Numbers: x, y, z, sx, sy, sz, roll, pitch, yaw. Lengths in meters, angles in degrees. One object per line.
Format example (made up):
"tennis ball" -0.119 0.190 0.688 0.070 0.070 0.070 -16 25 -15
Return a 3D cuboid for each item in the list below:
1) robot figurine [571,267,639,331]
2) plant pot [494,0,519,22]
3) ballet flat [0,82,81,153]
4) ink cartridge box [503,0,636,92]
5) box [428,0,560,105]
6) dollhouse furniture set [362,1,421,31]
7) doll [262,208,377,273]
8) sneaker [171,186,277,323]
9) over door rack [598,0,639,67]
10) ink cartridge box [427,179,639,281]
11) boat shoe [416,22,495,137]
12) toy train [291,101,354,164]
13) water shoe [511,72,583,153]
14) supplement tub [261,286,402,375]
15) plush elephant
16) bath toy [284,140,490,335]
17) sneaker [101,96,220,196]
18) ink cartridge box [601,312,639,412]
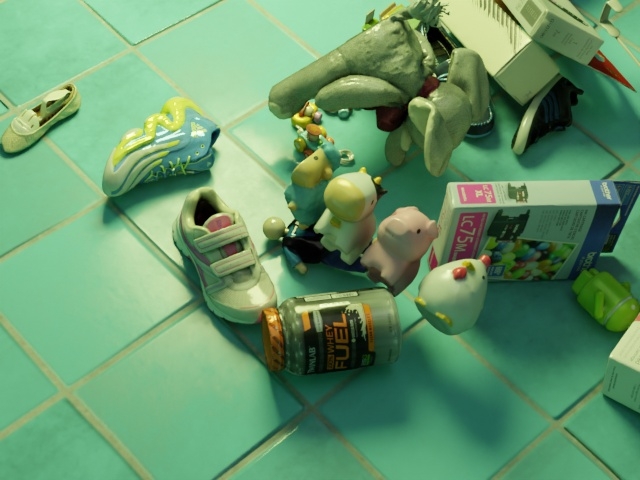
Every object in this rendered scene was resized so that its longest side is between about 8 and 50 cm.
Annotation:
"robot figurine" 0.446 0.095 1.744 0.101 0.067 0.115 -7 47 -49
"plant pot" 0.357 -0.592 2.168 0.291 0.203 0.290 3 52 -4
"ballet flat" -0.473 -0.211 1.884 0.057 0.052 0.168 34 57 18
"ink cartridge box" 0.439 -0.387 1.997 0.239 0.060 0.275 21 27 -22
"box" 0.301 -0.366 2.000 0.094 0.113 0.275 -44 46 13
"dollhouse furniture set" 0.130 -0.406 2.092 0.076 0.058 0.152 35 57 19
"doll" 0.000 0.000 1.780 0.189 0.046 0.129 14 57 7
"sneaker" -0.150 0.019 1.709 0.103 0.111 0.252 -27 60 -23
"over door rack" 0.669 -0.313 2.033 0.240 0.108 0.324 -25 80 -22
"ink cartridge box" 0.335 -0.013 1.738 0.311 0.185 0.065 -3 51 -9
"boat shoe" 0.225 -0.293 1.998 0.109 0.089 0.258 -22 58 -21
"toy train" 0.010 -0.209 1.939 0.125 0.046 0.166 1 53 -5
"water shoe" 0.403 -0.219 1.973 0.080 0.073 0.203 28 57 8
"supplement tub" 0.014 0.134 1.637 0.190 0.117 0.117 -7 54 -11
"plush elephant" 0.139 -0.234 1.842 0.272 0.330 0.255 -39 102 -44
"bath toy" 0.109 -0.005 1.664 0.348 0.151 0.129 38 77 21
"sneaker" -0.248 -0.142 1.833 0.126 0.091 0.240 26 54 13
"ink cartridge box" 0.560 0.196 1.639 0.237 0.100 0.172 27 55 25
